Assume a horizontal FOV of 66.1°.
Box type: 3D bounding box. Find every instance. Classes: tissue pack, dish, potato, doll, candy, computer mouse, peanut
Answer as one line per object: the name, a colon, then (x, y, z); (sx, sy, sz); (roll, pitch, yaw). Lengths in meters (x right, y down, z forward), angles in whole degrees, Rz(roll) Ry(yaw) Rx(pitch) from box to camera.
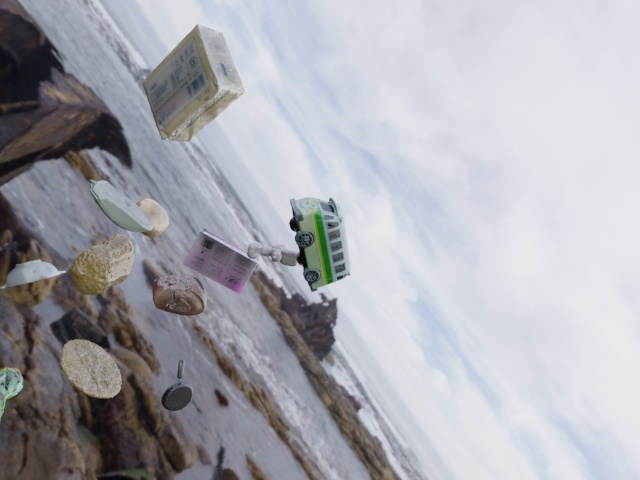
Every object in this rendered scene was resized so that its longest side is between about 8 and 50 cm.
tissue pack: (-0.259, -0.308, 0.992); (0.092, 0.196, 0.148); (-5, 72, -56)
dish: (-1.230, 0.132, 2.080); (0.236, 0.227, 0.086); (-19, 98, -54)
potato: (-0.684, -0.083, 1.966); (0.161, 0.128, 0.235); (61, -2, -29)
doll: (-0.170, 0.041, 1.657); (0.160, 0.059, 0.161); (7, 10, -36)
candy: (-0.879, 0.478, 1.358); (0.091, 0.083, 0.305); (36, 16, -43)
computer mouse: (-0.471, -0.073, 1.140); (0.182, 0.056, 0.089); (48, 2, -40)
peanut: (-0.723, 0.083, 1.643); (0.110, 0.197, 0.233); (25, 28, 12)
tissue pack: (-0.380, 0.082, 1.885); (0.246, 0.149, 0.092); (30, 4, -9)

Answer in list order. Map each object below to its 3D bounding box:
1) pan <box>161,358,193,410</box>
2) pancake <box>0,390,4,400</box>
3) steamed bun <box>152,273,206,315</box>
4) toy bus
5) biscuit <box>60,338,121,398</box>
pan: (-0.582, 0.602, 2.030); (0.028, 0.136, 0.235); (25, -70, 48)
pancake: (-0.884, 0.452, 1.173); (0.288, 0.033, 0.286); (63, 22, -7)
steamed bun: (-0.463, 0.168, 1.619); (0.175, 0.106, 0.145); (11, 20, -20)
toy bus: (0.000, 0.000, 1.512); (0.134, 0.164, 0.276); (-118, -164, -59)
biscuit: (-0.697, 0.392, 1.501); (0.220, 0.033, 0.220); (50, 7, -8)
